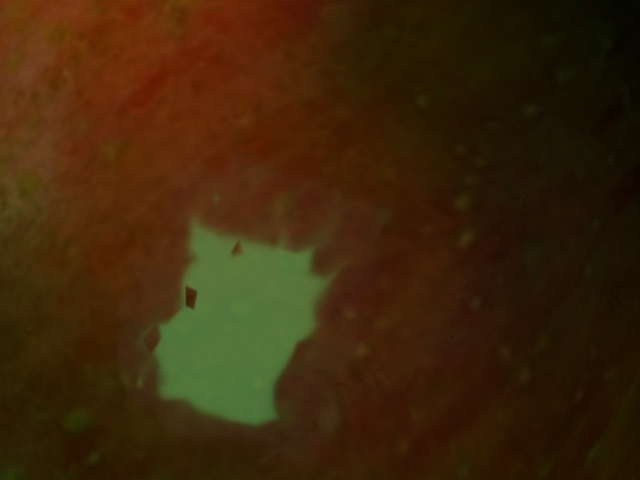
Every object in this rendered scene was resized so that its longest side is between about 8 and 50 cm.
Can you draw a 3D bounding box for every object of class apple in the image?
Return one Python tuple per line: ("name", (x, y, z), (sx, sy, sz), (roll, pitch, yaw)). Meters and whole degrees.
("apple", (0.000, 0.000, 0.506), (0.339, 0.339, 0.340), (2, 107, 6))
